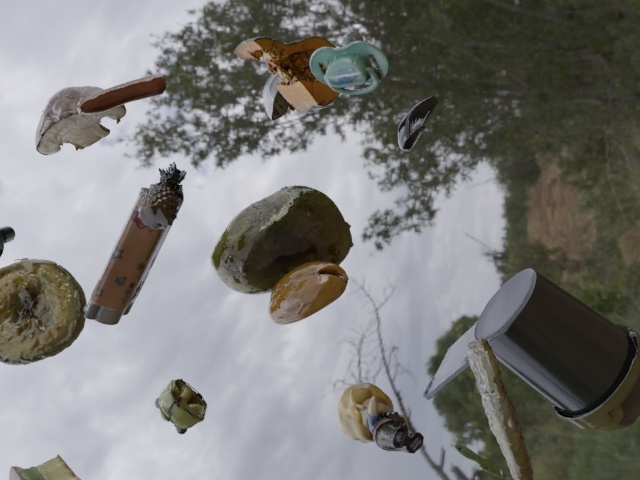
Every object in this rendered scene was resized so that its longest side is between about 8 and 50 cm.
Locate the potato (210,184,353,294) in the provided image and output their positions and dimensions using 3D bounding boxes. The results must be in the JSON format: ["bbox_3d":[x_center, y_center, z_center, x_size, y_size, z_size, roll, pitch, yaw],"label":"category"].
[{"bbox_3d":[-0.085,0.004,1.455,0.210,0.307,0.173,67,170,-8],"label":"potato"}]

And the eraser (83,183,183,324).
[{"bbox_3d":[-0.396,0.028,1.456,0.290,0.087,0.171,-62,2,10],"label":"eraser"}]

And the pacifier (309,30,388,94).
[{"bbox_3d":[0.059,-0.339,1.285,0.127,0.150,0.116,48,-137,-44],"label":"pacifier"}]

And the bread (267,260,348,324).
[{"bbox_3d":[-0.033,0.095,1.304,0.077,0.189,0.114,44,-143,-21],"label":"bread"}]

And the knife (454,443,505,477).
[{"bbox_3d":[0.359,0.497,1.537,0.207,0.014,0.030,35,-130,-34],"label":"knife"}]

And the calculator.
[{"bbox_3d":[0.312,0.253,1.525,0.161,0.021,0.261,-53,-6,-33],"label":"calculator"}]

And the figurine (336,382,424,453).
[{"bbox_3d":[0.102,0.316,1.211,0.196,0.114,0.108,-1,70,66],"label":"figurine"}]

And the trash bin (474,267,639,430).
[{"bbox_3d":[0.474,0.215,1.283,0.214,0.334,0.214,-51,3,4],"label":"trash bin"}]

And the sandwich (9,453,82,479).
[{"bbox_3d":[-0.536,0.554,1.346,0.108,0.186,0.220,-8,-77,-40],"label":"sandwich"}]

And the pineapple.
[{"bbox_3d":[-0.289,-0.090,1.279,0.159,0.074,0.074,-81,-13,-51],"label":"pineapple"}]

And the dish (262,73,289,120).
[{"bbox_3d":[-0.130,-0.468,2.119,0.190,0.066,0.190,-59,-10,-17],"label":"dish"}]

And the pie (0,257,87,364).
[{"bbox_3d":[-0.704,0.173,1.658,0.055,0.274,0.274,96,-177,-77],"label":"pie"}]

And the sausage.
[{"bbox_3d":[-0.377,-0.276,1.305,0.177,0.047,0.040,-23,-47,-22],"label":"sausage"}]

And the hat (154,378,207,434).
[{"bbox_3d":[-0.228,0.269,1.103,0.077,0.059,0.076,47,-174,-16],"label":"hat"}]

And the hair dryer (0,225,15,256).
[{"bbox_3d":[-0.800,-0.067,1.449,0.302,0.116,0.244,59,-179,-9],"label":"hair dryer"}]

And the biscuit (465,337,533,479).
[{"bbox_3d":[0.247,0.251,0.913,0.141,0.038,0.290,-99,-13,-54],"label":"biscuit"}]

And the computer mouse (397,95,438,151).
[{"bbox_3d":[0.223,-0.281,1.615,0.172,0.057,0.099,-57,-9,-27],"label":"computer mouse"}]

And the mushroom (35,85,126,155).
[{"bbox_3d":[-0.675,-0.355,1.893,0.156,0.286,0.151,39,-151,-63],"label":"mushroom"}]

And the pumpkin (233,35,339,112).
[{"bbox_3d":[-0.076,-0.427,1.781,0.280,0.139,0.190,-11,-81,-33],"label":"pumpkin"}]
